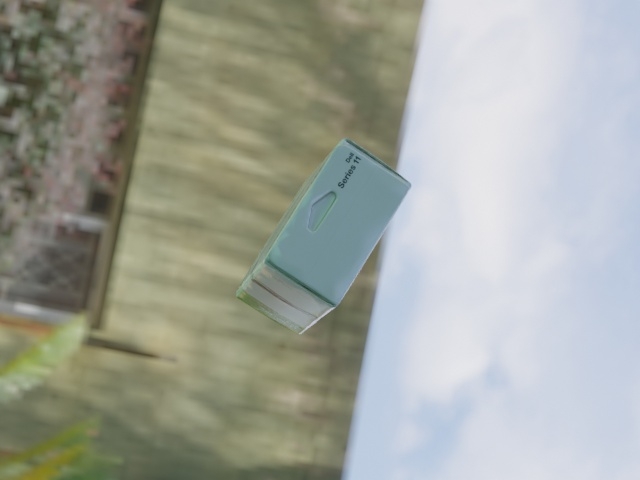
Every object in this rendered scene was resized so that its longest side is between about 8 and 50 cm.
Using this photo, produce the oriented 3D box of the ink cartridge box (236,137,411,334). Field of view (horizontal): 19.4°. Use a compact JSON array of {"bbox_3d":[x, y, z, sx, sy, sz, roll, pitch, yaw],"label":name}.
[{"bbox_3d":[0.000,0.000,1.872,0.153,0.087,0.208,-58,-177,-13],"label":"ink cartridge box"}]
